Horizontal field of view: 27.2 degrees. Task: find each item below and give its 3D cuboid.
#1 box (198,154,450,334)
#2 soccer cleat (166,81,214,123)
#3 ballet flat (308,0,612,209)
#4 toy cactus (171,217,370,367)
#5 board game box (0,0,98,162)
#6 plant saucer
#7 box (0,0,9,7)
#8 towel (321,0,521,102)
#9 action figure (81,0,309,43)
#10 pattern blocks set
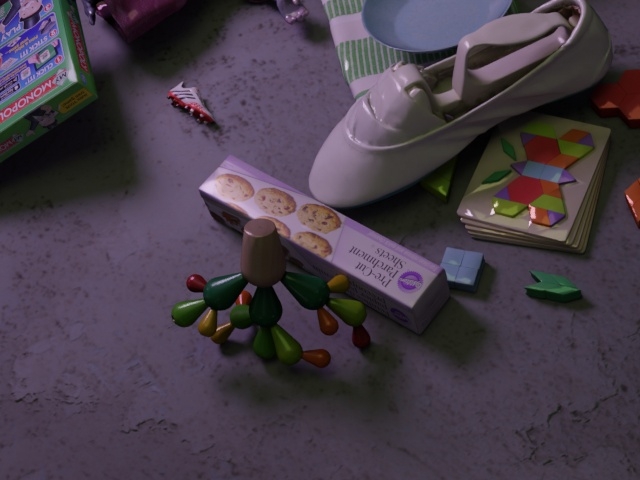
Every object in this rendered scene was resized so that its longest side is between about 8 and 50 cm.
[{"bbox_3d":[0.000,0.000,1.531,0.324,0.063,0.067,30,68,29],"label":"box"},{"bbox_3d":[-0.164,-0.180,1.714,0.083,0.029,0.035,32,73,34],"label":"soccer cleat"},{"bbox_3d":[0.152,-0.178,1.548,0.400,0.139,0.139,-26,55,-1],"label":"ballet flat"},{"bbox_3d":[-0.054,0.052,1.450,0.219,0.180,0.112,7,39,12],"label":"toy cactus"},{"bbox_3d":[-0.442,-0.188,1.716,0.317,0.046,0.213,-30,54,16],"label":"board game box"},{"bbox_3d":[0.149,-0.288,1.651,0.195,0.037,0.195,-11,45,11],"label":"plant saucer"},{"bbox_3d":[-0.571,-0.433,1.928,0.213,0.117,0.243,-14,56,4],"label":"box"},{"bbox_3d":[0.128,-0.315,1.729,0.248,0.038,0.325,-16,55,4],"label":"towel"},{"bbox_3d":[-0.159,-0.396,1.804,0.370,0.248,0.276,-19,13,-13],"label":"action figure"},{"bbox_3d":[0.256,-0.074,1.543,0.285,0.026,0.325,1,58,15],"label":"pattern blocks set"}]
